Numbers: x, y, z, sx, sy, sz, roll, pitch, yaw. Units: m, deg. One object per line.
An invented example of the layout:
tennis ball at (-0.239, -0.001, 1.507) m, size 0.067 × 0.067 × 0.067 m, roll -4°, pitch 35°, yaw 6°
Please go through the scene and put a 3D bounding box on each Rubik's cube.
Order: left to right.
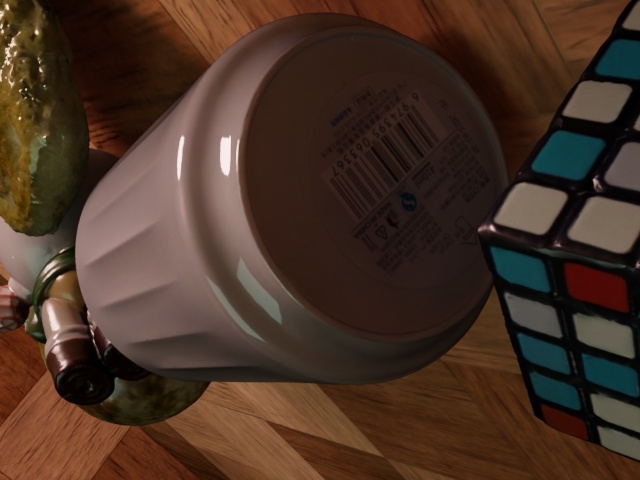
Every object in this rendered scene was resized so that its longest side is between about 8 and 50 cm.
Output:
Rubik's cube at (0.214, 0.008, 0.408) m, size 0.184 × 0.187 × 0.182 m, roll 18°, pitch 150°, yaw 37°

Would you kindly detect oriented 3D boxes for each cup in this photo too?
cup at (0.000, 0.000, 0.640) m, size 0.322 × 0.237 × 0.326 m, roll 14°, pitch 164°, yaw -27°

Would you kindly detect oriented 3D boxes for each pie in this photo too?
pie at (-0.325, -0.152, 0.792) m, size 0.323 × 0.070 × 0.323 m, roll 24°, pitch 125°, yaw 39°

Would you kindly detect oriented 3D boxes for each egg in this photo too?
egg at (-0.269, 0.115, 1.122) m, size 0.289 × 0.238 × 0.238 m, roll 44°, pitch 155°, yaw 8°

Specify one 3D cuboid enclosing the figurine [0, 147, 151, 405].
figurine at (-0.270, 0.019, 0.917) m, size 0.167 × 0.281 × 0.370 m, roll 60°, pitch 180°, yaw -43°
